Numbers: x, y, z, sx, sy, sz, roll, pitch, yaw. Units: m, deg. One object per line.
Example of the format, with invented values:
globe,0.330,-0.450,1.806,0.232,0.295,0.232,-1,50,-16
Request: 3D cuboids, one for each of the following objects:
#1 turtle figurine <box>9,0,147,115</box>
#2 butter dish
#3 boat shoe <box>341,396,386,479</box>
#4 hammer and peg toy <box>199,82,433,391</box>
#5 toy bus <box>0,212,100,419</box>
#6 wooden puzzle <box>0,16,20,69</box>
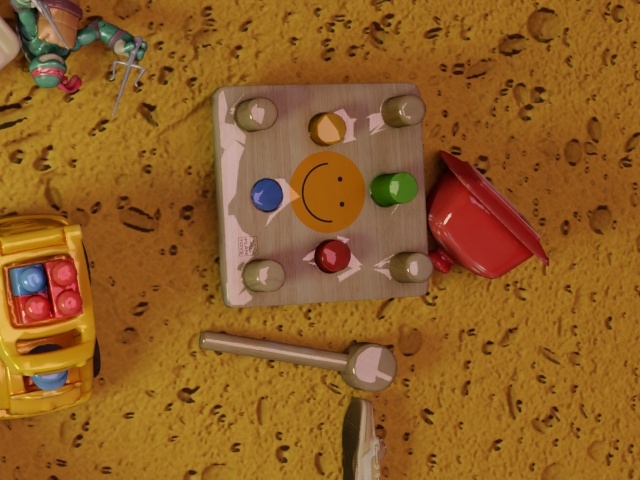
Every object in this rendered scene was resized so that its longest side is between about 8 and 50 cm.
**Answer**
turtle figurine,-0.283,-0.253,1.930,0.175,0.118,0.234,17,67,-50
butter dish,0.176,-0.010,2.109,0.160,0.160,0.118,42,99,-16
boat shoe,0.054,0.251,2.100,0.045,0.050,0.135,-1,100,-25
hammer and peg toy,0.000,0.000,2.034,0.266,0.127,0.361,-2,90,-21
toy bus,-0.297,0.084,1.876,0.149,0.211,0.220,-10,95,-23
wooden puzzle,-0.472,-0.209,1.862,0.238,0.044,0.221,-43,105,-11
